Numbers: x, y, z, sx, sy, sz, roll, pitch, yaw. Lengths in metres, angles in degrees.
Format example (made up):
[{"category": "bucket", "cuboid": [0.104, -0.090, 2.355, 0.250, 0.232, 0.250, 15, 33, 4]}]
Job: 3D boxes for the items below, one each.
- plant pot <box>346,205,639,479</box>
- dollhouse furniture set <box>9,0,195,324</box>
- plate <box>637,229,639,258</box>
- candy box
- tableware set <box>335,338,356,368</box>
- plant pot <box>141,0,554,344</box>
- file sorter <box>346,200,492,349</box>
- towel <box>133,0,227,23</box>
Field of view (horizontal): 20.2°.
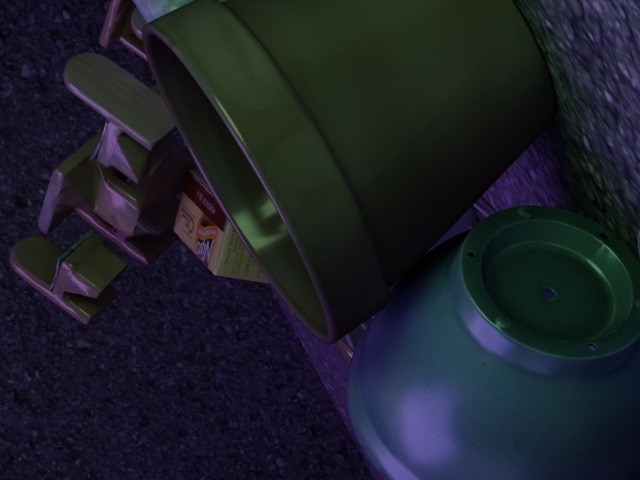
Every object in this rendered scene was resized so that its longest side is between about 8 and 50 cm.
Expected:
[{"category": "plant pot", "cuboid": [0.184, 0.094, 1.607, 0.293, 0.293, 0.196, 54, 148, 30]}, {"category": "dollhouse furniture set", "cuboid": [-0.244, -0.173, 2.264, 0.256, 0.394, 0.362, 36, 139, 9]}, {"category": "plate", "cuboid": [0.320, 0.061, 1.457, 0.188, 0.024, 0.188, 57, 171, 13]}, {"category": "candy box", "cuboid": [0.000, 0.000, 2.180, 0.183, 0.316, 0.087, -137, 59, -63]}, {"category": "tableware set", "cuboid": [0.075, 0.173, 2.000, 0.141, 0.020, 0.168, 62, 166, -22]}, {"category": "plant pot", "cuboid": [0.042, -0.114, 1.589, 0.323, 0.280, 0.323, 58, 172, 13]}, {"category": "file sorter", "cuboid": [0.149, 0.104, 2.023, 0.173, 0.193, 0.278, 45, 164, 49]}, {"category": "towel", "cuboid": [-0.141, -0.303, 2.025, 0.320, 0.090, 0.374, 52, -164, 22]}]
